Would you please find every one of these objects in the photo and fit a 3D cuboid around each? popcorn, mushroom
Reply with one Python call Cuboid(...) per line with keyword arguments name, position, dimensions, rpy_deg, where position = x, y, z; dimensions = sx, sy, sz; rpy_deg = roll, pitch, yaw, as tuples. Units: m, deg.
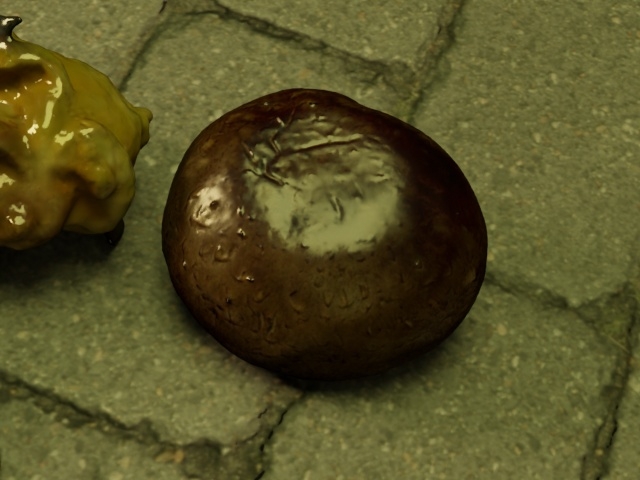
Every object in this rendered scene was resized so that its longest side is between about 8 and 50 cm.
Cuboid(name="popcorn", position=(-0.333, -0.108, 1.966), dimensions=(0.297, 0.281, 0.316), rpy_deg=(18, 31, 29))
Cuboid(name="mushroom", position=(-0.002, -0.011, 1.976), dimensions=(0.345, 0.239, 0.345), rpy_deg=(-12, 46, 12))
